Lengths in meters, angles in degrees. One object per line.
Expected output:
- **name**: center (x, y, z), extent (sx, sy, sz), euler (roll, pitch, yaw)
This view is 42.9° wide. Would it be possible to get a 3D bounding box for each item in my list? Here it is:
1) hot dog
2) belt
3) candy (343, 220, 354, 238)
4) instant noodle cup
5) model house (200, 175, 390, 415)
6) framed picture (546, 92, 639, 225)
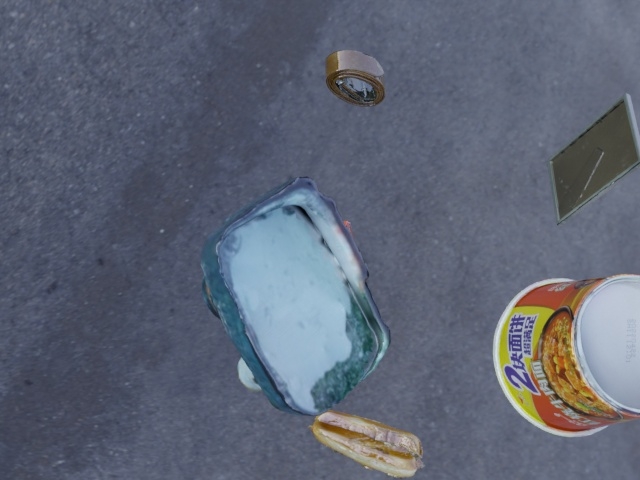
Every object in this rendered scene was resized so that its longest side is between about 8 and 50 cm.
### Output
- **hot dog**: center (0.097, 0.434, 1.753), extent (0.109, 0.269, 0.072), euler (-55, 156, -49)
- **belt**: center (0.044, -0.191, 0.965), extent (0.083, 0.059, 0.036), euler (25, 52, -39)
- **candy**: center (0.000, 0.000, 1.466), extent (0.038, 0.122, 0.062), euler (-63, 143, -42)
- **instant noodle cup**: center (0.344, 0.134, 0.999), extent (0.213, 0.174, 0.213), euler (3, 77, -12)
- **model house**: center (-0.077, 0.073, 1.040), extent (0.184, 0.291, 0.253), euler (-35, 105, -25)
- **framed picture**: center (0.568, -0.165, 1.702), extent (0.016, 0.250, 0.184), euler (17, 53, -20)
